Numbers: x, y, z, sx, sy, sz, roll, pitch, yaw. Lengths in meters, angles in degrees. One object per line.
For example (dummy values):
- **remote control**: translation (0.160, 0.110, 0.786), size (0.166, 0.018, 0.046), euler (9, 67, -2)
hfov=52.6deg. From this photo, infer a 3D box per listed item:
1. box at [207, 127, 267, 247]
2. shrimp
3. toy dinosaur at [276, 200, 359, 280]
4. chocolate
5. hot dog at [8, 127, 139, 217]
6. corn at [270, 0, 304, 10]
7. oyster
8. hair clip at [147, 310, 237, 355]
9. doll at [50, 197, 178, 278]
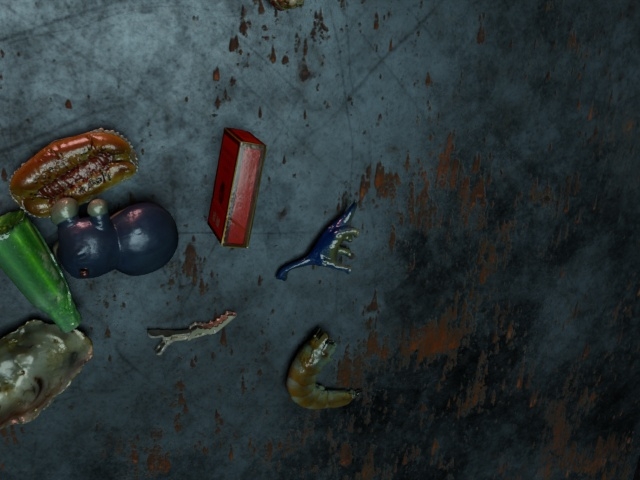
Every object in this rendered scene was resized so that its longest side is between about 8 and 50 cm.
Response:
- **box**: translation (-0.192, -0.120, 1.463), size (0.074, 0.153, 0.240), euler (3, 110, -28)
- **shrimp**: translation (0.000, 0.392, 1.801), size (0.185, 0.068, 0.287), euler (-32, 121, -5)
- **toy dinosaur**: translation (0.000, 0.000, 1.644), size (0.188, 0.075, 0.248), euler (7, 114, -17)
- **chocolate**: translation (-0.608, 0.079, 1.393), size (0.110, 0.110, 0.291), euler (-27, 124, -10)
- **hot dog**: translation (-0.520, -0.145, 1.363), size (0.267, 0.075, 0.144), euler (-27, 121, -7)
- **corn**: translation (-0.111, -0.610, 1.337), size (0.092, 0.092, 0.281), euler (-32, 116, -8)
- **oyster**: translation (-0.716, 0.321, 1.468), size (0.396, 0.111, 0.204), euler (-42, 106, -6)
- **hair clip**: translation (-0.317, 0.231, 1.625), size (0.225, 0.034, 0.072), euler (-13, 119, -19)
- **doll**: translation (-0.440, -0.003, 1.408), size (0.258, 0.154, 0.228), euler (-15, 145, -32)
